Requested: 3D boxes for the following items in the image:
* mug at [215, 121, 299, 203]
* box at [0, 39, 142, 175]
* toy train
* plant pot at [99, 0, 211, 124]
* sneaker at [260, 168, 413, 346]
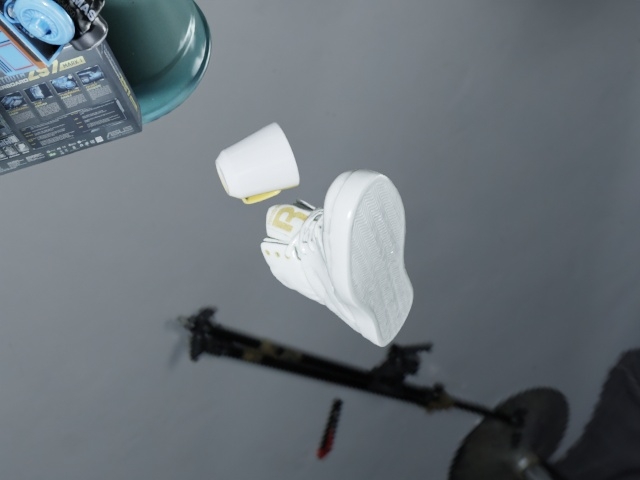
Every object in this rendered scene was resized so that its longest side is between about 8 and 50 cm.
[{"bbox_3d":[-0.058,-0.062,0.998,0.064,0.062,0.078,-22,119,-11],"label":"mug"},{"bbox_3d":[-0.377,-0.188,1.446,0.232,0.059,0.183,-18,144,4],"label":"box"},{"bbox_3d":[-0.219,-0.188,0.705,0.184,0.105,0.080,47,53,-35],"label":"toy train"},{"bbox_3d":[-0.381,-0.417,1.865,0.341,0.341,0.334,-35,158,-11],"label":"plant pot"},{"bbox_3d":[0.000,0.000,1.147,0.108,0.169,0.292,-51,156,-21],"label":"sneaker"}]
